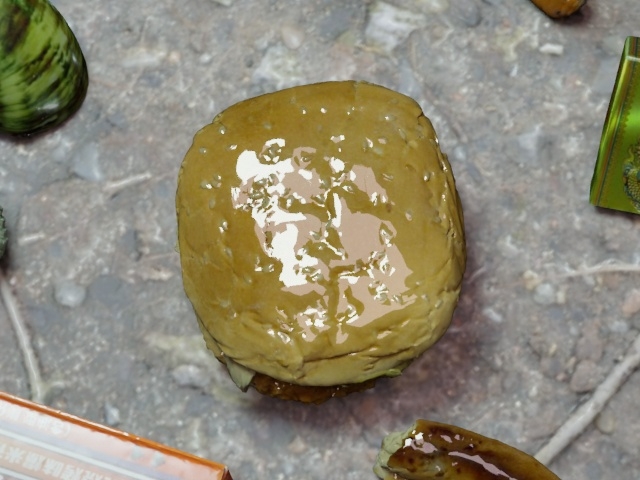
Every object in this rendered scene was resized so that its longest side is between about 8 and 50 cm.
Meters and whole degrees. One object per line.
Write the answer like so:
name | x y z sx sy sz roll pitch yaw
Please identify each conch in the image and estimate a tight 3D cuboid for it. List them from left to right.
conch | -0.324 -0.168 1.569 0.181 0.124 0.187 -44 87 -7

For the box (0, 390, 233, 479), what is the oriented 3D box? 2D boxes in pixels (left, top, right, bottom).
box | -0.277 0.292 1.375 0.348 0.257 0.319 18 77 5

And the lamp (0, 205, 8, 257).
lamp | -0.363 0.024 1.533 0.106 0.106 0.193 37 87 10

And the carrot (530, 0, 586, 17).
carrot | 0.175 -0.293 1.642 0.048 0.048 0.216 -40 73 -9

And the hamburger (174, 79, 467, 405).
hamburger | 0.001 -0.001 1.512 0.259 0.144 0.283 -15 81 -6

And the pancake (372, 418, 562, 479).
pancake | 0.123 0.289 1.474 0.244 0.057 0.266 -40 79 -9

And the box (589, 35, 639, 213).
box | 0.411 -0.083 1.519 0.311 0.173 0.043 9 42 3
